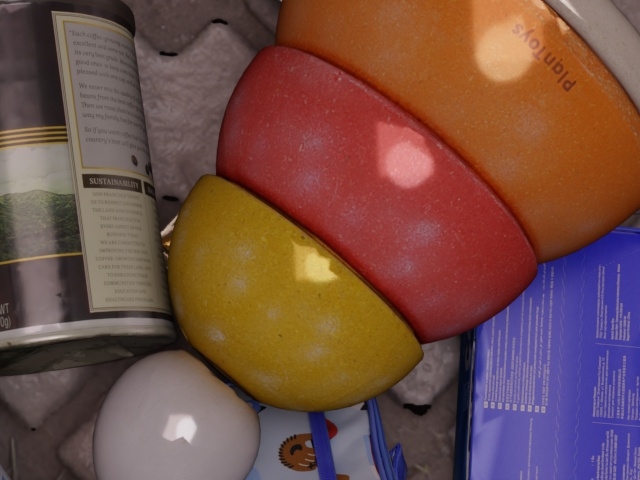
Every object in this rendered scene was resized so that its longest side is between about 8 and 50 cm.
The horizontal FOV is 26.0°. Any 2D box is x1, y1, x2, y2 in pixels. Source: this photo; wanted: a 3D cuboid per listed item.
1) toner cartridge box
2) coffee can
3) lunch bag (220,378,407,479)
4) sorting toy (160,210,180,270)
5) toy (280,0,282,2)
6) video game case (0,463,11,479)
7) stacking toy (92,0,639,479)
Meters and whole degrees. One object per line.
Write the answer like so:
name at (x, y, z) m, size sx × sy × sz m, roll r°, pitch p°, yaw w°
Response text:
toner cartridge box at (0.200, 0.160, 1.180) m, size 0.165 × 0.075 × 0.348 m, roll 6°, pitch 78°, yaw -3°
coffee can at (-0.232, -0.041, 1.118) m, size 0.201 × 0.201 × 0.275 m, roll -8°, pitch 80°, yaw -6°
lunch bag at (-0.042, 0.226, 1.068) m, size 0.243 × 0.115 × 0.303 m, roll -7°, pitch 44°, yaw -4°
sorting toy at (-0.103, 0.012, 1.215) m, size 0.083 × 0.012 × 0.062 m, roll 43°, pitch 78°, yaw 4°
toy at (0.056, -0.217, 1.247) m, size 0.237 × 0.056 × 0.137 m, roll 42°, pitch 85°, yaw -7°
video game case at (-0.404, 0.192, 1.065) m, size 0.329 × 0.036 × 0.300 m, roll -37°, pitch 83°, yaw 20°
stacking toy at (0.000, 0.000, 1.021) m, size 0.350 × 0.350 × 0.480 m, roll 42°, pitch 81°, yaw 4°
